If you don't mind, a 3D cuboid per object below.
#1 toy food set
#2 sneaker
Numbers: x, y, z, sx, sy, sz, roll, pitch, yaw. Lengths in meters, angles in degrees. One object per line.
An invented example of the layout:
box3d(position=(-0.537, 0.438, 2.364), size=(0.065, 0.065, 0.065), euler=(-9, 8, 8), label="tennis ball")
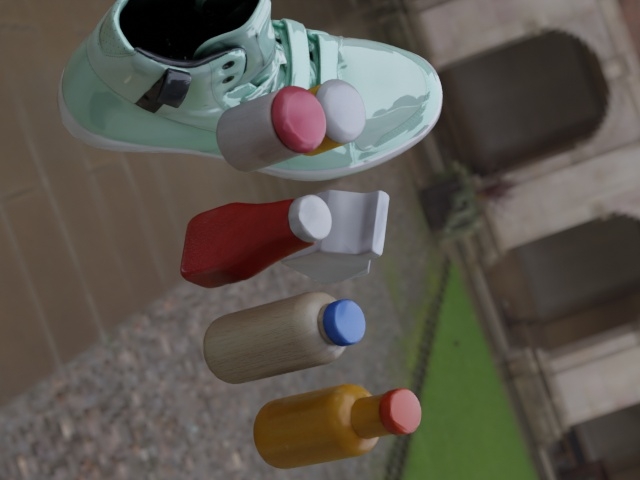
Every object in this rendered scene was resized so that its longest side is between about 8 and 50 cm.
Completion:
box3d(position=(0.000, 0.000, 0.897), size=(0.111, 0.104, 0.232), euler=(28, 59, -37), label="toy food set")
box3d(position=(-0.022, -0.102, 0.994), size=(0.151, 0.256, 0.094), euler=(140, -54, -65), label="sneaker")
